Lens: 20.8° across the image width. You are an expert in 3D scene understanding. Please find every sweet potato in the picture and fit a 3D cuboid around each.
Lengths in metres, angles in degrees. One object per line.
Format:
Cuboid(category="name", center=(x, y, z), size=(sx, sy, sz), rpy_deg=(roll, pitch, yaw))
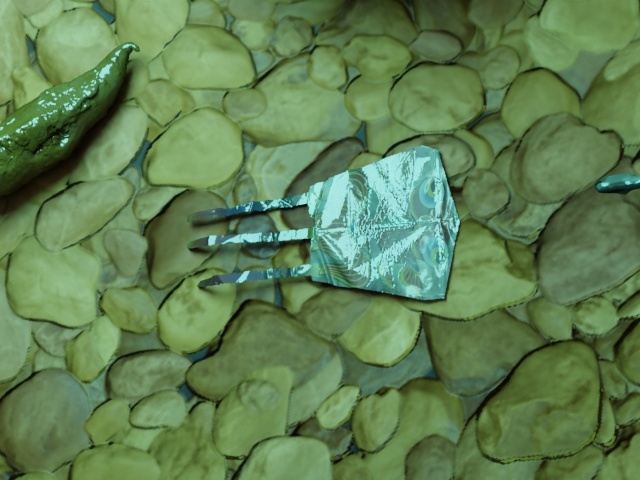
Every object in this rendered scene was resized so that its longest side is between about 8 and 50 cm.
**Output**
Cuboid(category="sweet potato", center=(-0.231, -0.096, 1.472), size=(0.206, 0.068, 0.060), rpy_deg=(-41, 76, -5))

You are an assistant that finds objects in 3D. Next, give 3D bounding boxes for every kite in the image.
Cuboid(category="kite", center=(-0.001, -0.001, 1.410), size=(0.229, 0.016, 0.127), rpy_deg=(-10, 72, 13))

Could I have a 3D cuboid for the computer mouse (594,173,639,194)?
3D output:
Cuboid(category="computer mouse", center=(0.390, -0.079, 1.282), size=(0.379, 0.090, 0.167), rpy_deg=(-13, 69, 19))
